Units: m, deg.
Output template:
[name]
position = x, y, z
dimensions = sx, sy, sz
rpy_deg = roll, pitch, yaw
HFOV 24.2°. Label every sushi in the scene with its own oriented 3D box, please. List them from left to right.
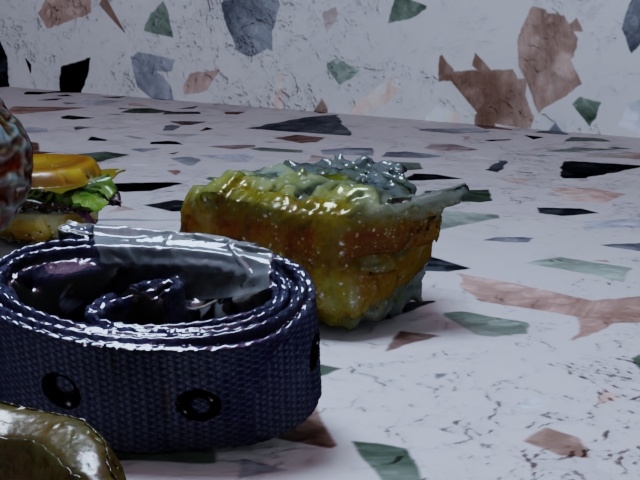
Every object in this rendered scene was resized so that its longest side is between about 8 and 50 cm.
[sushi]
position = 0.000, 0.000, 1.360
dimensions = 0.274, 0.139, 0.184
rpy_deg = 13, 19, 37

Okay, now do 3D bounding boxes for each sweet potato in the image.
[sweet potato]
position = -0.193, 0.132, 0.894
dimensions = 0.233, 0.062, 0.081
rpy_deg = 9, 29, 24

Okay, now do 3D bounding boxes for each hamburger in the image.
[hamburger]
position = -0.315, -0.046, 1.697
dimensions = 0.189, 0.093, 0.164
rpy_deg = 7, 15, 35

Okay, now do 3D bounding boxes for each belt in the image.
[belt]
position = -0.114, 0.075, 1.025
dimensions = 0.230, 0.126, 0.140
rpy_deg = 3, 35, 6

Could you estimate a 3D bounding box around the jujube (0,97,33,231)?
[jujube]
position = -0.440, -0.066, 1.488
dimensions = 0.226, 0.226, 0.317
rpy_deg = 7, 12, 31
